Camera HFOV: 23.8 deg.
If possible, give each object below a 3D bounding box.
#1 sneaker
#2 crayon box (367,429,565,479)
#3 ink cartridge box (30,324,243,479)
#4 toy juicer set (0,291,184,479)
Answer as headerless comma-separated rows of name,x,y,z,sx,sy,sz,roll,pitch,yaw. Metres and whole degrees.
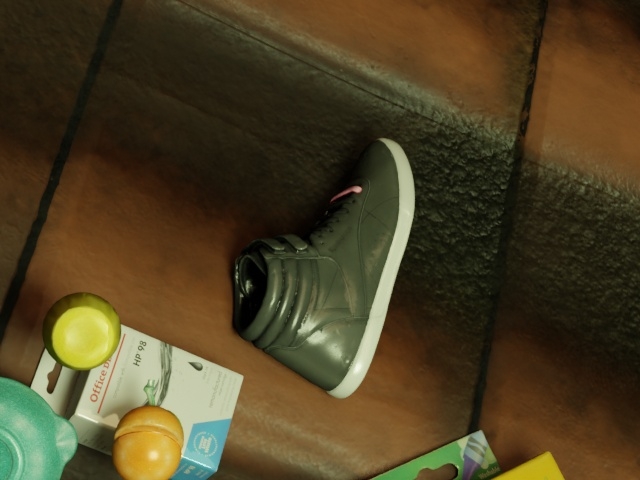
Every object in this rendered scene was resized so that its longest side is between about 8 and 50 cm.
sneaker,0.000,0.000,1.548,0.147,0.104,0.296,25,61,-21
crayon box,0.186,0.345,1.479,0.203,0.083,0.323,-17,74,-40
ink cartridge box,-0.173,0.146,1.414,0.180,0.060,0.104,24,58,-15
toy juicer set,-0.267,0.215,1.315,0.329,0.089,0.209,-38,98,-7
